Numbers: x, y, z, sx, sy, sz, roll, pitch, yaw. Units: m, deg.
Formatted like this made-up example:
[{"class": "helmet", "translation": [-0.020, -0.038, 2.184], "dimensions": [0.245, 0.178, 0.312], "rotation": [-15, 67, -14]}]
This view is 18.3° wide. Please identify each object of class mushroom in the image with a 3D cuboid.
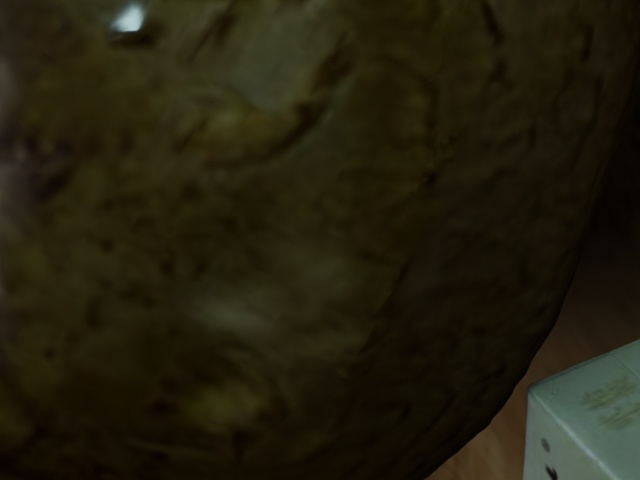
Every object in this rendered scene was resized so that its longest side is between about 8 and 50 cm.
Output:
[{"class": "mushroom", "translation": [-0.087, -0.075, 0.475], "dimensions": [0.239, 0.345, 0.345], "rotation": [-69, -19, -51]}]

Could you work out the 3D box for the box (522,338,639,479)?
[{"class": "box", "translation": [0.119, 0.127, 0.424], "dimensions": [0.201, 0.058, 0.141], "rotation": [49, 150, 43]}]
